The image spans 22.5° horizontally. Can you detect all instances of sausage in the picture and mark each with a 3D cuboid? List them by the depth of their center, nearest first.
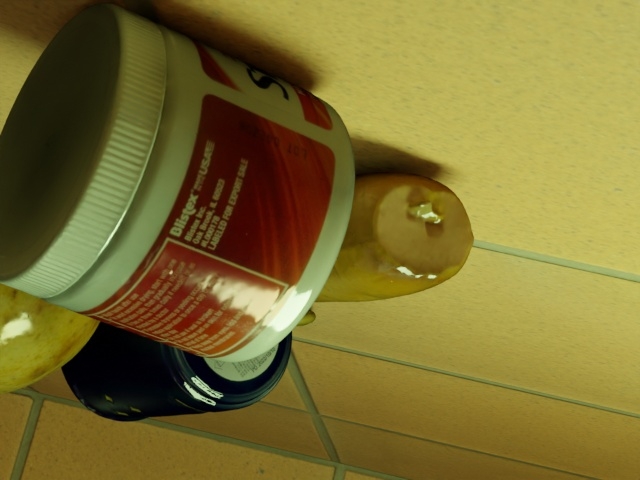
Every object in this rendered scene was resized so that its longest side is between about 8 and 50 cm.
[{"bbox_3d":[0.004,0.003,1.345,0.112,0.112,0.328,21,166,-25],"label":"sausage"}]

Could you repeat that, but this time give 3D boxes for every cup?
[{"bbox_3d":[-0.132,0.087,1.806,0.256,0.255,0.178,-11,115,55],"label":"cup"}]

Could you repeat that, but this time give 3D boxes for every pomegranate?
[{"bbox_3d":[-0.330,0.035,1.525,0.260,0.260,0.260,13,166,3],"label":"pomegranate"}]

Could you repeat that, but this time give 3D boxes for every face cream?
[{"bbox_3d":[-0.103,-0.035,1.090,0.187,0.201,0.201,22,164,-29],"label":"face cream"}]
